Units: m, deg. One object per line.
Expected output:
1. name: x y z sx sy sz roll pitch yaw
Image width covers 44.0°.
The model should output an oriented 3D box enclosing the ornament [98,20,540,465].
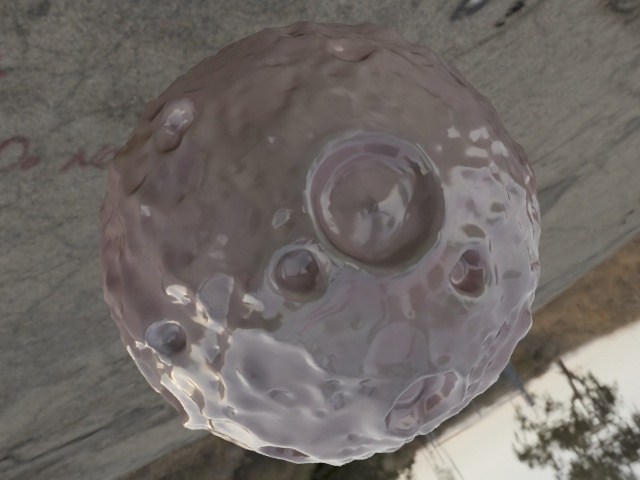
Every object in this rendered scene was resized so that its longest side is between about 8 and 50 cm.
1. ornament: 0.000 0.000 0.462 0.259 0.259 0.225 -28 178 -17
